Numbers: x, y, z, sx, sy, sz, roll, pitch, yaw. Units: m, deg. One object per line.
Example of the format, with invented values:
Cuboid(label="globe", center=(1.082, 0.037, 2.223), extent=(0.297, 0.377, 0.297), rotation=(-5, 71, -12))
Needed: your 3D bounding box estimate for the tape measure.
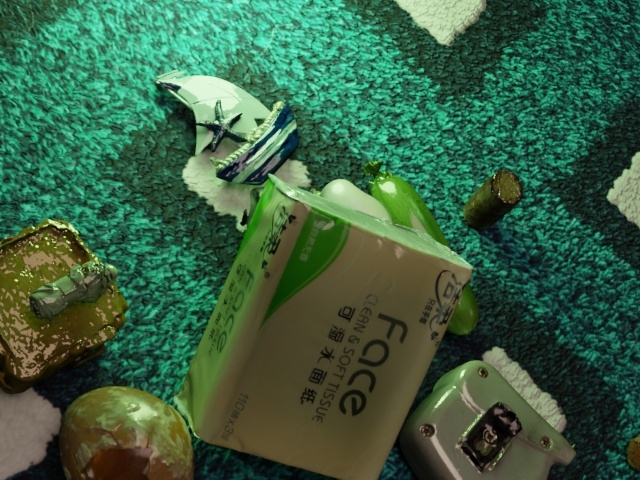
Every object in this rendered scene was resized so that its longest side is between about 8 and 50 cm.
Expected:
Cuboid(label="tape measure", center=(0.291, 0.360, 1.818), extent=(0.258, 0.130, 0.265), rotation=(47, 59, -1))

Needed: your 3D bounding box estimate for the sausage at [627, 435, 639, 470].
Cuboid(label="sausage", center=(0.738, 0.376, 2.024), extent=(0.327, 0.079, 0.087), rotation=(-17, 50, -27))

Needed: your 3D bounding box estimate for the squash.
Cuboid(label="squash", center=(0.189, 0.010, 1.945), extent=(0.101, 0.101, 0.378), rotation=(-21, 76, -28))

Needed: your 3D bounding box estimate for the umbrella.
Cuboid(label="umbrella", center=(-0.371, 0.074, 1.561), extent=(0.143, 0.062, 0.067), rotation=(-27, 118, -34))

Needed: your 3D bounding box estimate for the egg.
Cuboid(label="egg", center=(-0.296, 0.318, 1.556), extent=(0.233, 0.195, 0.195), rotation=(39, 57, 19))

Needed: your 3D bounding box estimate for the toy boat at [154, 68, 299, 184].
Cuboid(label="toy boat", center=(-0.182, -0.208, 1.907), extent=(0.292, 0.070, 0.210), rotation=(19, 58, -10))

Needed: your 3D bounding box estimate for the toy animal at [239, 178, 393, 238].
Cuboid(label="toy animal", center=(-0.002, -0.007, 1.812), extent=(0.267, 0.212, 0.212), rotation=(-7, 71, -20))

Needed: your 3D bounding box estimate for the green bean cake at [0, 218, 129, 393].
Cuboid(label="green bean cake", center=(-0.448, 0.106, 1.621), extent=(0.230, 0.131, 0.224), rotation=(-31, 84, -33))

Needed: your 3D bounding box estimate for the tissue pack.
Cuboid(label="tissue pack", center=(0.002, 0.147, 1.631), extent=(0.332, 0.205, 0.405), rotation=(20, 99, -21))

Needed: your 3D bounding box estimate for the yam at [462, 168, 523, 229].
Cuboid(label="yam", center=(0.337, -0.077, 2.017), extent=(0.079, 0.141, 0.079), rotation=(8, 65, -17))
